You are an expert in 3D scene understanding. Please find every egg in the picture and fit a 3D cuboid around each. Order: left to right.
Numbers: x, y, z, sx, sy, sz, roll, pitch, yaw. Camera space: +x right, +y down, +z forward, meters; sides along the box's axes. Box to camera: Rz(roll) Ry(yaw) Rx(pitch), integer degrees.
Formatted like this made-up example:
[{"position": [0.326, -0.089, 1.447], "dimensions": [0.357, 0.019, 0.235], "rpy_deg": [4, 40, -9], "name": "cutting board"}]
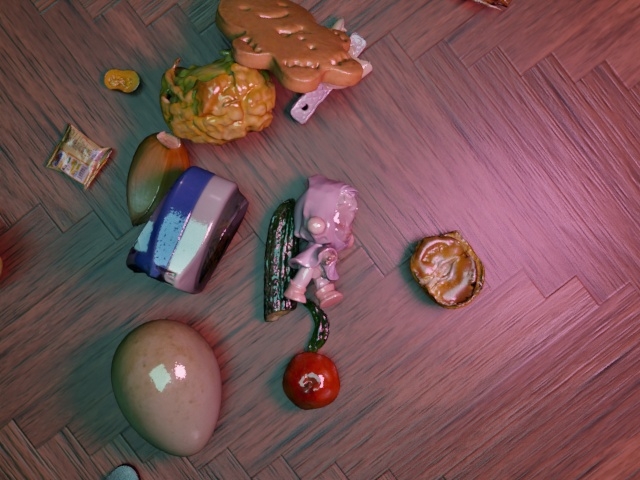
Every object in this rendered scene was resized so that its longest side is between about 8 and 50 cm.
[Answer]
[{"position": [-0.308, 0.306, 1.803], "dimensions": [0.218, 0.218, 0.296], "rpy_deg": [-17, 97, 0], "name": "egg"}]

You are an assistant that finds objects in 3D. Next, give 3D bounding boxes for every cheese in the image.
[{"position": [0.016, -0.353, 1.890], "dimensions": [0.127, 0.050, 0.235], "rpy_deg": [40, 88, 0], "name": "cheese"}]

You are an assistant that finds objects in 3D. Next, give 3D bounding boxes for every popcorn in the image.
[{"position": [-0.203, -0.294, 1.807], "dimensions": [0.250, 0.250, 0.190], "rpy_deg": [-3, 106, 0], "name": "popcorn"}]

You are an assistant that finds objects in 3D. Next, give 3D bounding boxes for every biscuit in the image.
[{"position": [-0.071, -0.414, 1.784], "dimensions": [0.275, 0.052, 0.355], "rpy_deg": [-12, 47, -31], "name": "biscuit"}]

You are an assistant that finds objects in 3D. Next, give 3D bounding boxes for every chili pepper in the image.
[{"position": [-0.006, 0.183, 1.894], "dimensions": [0.055, 0.035, 0.118], "rpy_deg": [-6, 93, -17], "name": "chili pepper"}]

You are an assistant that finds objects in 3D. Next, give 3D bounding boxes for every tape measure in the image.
[{"position": [-0.260, -0.015, 1.792], "dimensions": [0.138, 0.259, 0.262], "rpy_deg": [31, 85, 0], "name": "tape measure"}]

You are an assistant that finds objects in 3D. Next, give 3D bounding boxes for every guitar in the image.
[{"position": [-0.368, 0.579, 1.895], "dimensions": [0.233, 0.025, 0.088], "rpy_deg": [41, 89, 1], "name": "guitar"}]

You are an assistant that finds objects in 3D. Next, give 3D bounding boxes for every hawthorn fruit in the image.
[{"position": [-0.017, 0.292, 1.853], "dimensions": [0.125, 0.140, 0.125], "rpy_deg": [2, 56, -4], "name": "hawthorn fruit"}]

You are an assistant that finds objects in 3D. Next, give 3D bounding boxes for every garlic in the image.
[{"position": [-0.344, -0.127, 1.864], "dimensions": [0.115, 0.128, 0.207], "rpy_deg": [17, 94, -43], "name": "garlic"}]

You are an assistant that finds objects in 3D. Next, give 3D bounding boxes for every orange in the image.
[{"position": [0.268, 0.067, 1.856], "dimensions": [0.160, 0.112, 0.170], "rpy_deg": [12, 66, 11], "name": "orange"}]

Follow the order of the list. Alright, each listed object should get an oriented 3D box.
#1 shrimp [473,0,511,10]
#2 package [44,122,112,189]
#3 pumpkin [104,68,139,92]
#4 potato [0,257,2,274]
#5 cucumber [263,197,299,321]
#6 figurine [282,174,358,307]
[{"position": [0.312, -0.585, 1.888], "dimensions": [0.248, 0.068, 0.150], "rpy_deg": [45, 84, 6], "name": "shrimp"}, {"position": [-0.523, -0.180, 1.902], "dimensions": [0.120, 0.031, 0.108], "rpy_deg": [31, 89, 6], "name": "package"}, {"position": [-0.426, -0.345, 1.904], "dimensions": [0.083, 0.028, 0.050], "rpy_deg": [14, 88, 9], "name": "pumpkin"}, {"position": [-0.839, -0.006, 1.837], "dimensions": [0.330, 0.213, 0.280], "rpy_deg": [-30, 71, 9], "name": "potato"}, {"position": [-0.086, 0.043, 1.880], "dimensions": [0.077, 0.077, 0.265], "rpy_deg": [1, 88, 0], "name": "cucumber"}, {"position": [0.000, -0.001, 1.827], "dimensions": [0.133, 0.200, 0.276], "rpy_deg": [7, 81, 25], "name": "figurine"}]
